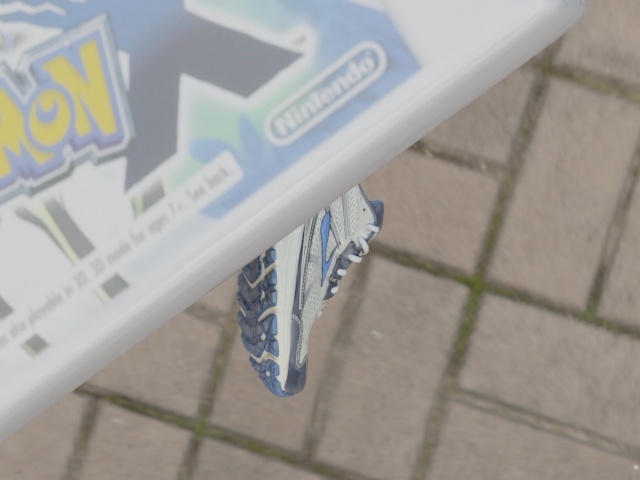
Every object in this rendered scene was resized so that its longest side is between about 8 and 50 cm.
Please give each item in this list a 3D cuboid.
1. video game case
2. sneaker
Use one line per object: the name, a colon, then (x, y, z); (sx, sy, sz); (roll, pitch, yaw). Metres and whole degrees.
video game case: (-0.123, -0.102, 0.581); (0.329, 0.036, 0.300); (-36, 77, 23)
sneaker: (0.000, 0.000, 0.738); (0.058, 0.052, 0.135); (3, 95, -19)
